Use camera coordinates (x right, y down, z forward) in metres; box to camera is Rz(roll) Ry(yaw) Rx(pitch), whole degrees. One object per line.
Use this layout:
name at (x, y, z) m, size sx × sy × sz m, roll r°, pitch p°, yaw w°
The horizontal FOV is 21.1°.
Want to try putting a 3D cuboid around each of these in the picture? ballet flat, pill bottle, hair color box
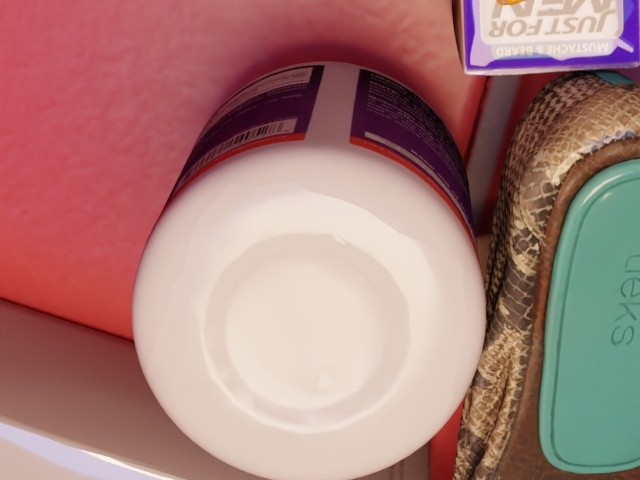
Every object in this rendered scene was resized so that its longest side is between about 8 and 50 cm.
ballet flat at (0.147, 0.125, 1.038) m, size 0.164 × 0.182 × 0.483 m, roll 1°, pitch 113°, yaw -10°
pill bottle at (0.000, 0.000, 0.997) m, size 0.181 × 0.323 × 0.182 m, roll 1°, pitch 106°, yaw 3°
hair color box at (0.122, -0.277, 0.982) m, size 0.110 × 0.185 × 0.339 m, roll -4°, pitch 106°, yaw 4°

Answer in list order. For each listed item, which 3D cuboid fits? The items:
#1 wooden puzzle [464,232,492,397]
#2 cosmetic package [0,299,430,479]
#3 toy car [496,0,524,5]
wooden puzzle at (0.277, 0.115, 1.151) m, size 0.347 × 0.080 × 0.322 m, roll -10°, pitch 105°, yaw 11°
cosmetic package at (-0.120, 0.170, 1.122) m, size 0.365 × 0.197 × 0.155 m, roll 17°, pitch 107°, yaw -1°
toy car at (0.113, -0.181, 0.892) m, size 0.060 × 0.040 × 0.122 m, roll -2°, pitch 107°, yaw 4°
